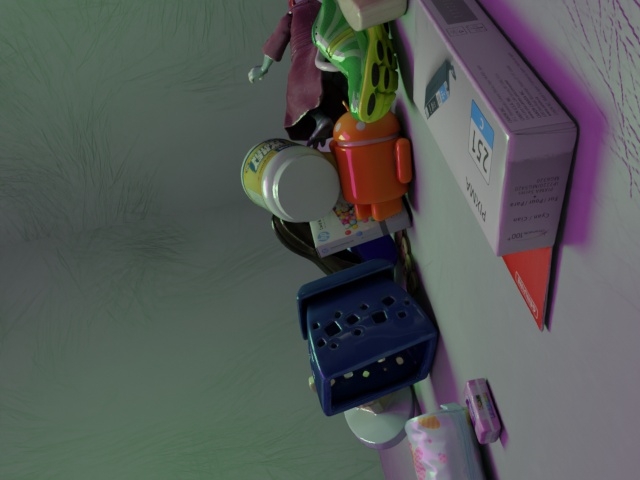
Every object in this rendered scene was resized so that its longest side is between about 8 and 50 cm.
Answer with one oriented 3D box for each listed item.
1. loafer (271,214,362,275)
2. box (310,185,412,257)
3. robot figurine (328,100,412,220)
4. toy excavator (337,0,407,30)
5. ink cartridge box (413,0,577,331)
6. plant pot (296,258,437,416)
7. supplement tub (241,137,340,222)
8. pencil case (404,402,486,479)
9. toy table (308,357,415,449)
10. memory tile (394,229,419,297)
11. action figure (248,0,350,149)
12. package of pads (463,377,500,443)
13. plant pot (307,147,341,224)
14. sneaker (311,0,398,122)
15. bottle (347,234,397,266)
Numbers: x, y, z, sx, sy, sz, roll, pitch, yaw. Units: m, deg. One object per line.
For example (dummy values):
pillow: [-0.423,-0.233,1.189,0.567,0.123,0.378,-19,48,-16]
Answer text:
loafer: [0.000,0.000,1.526,0.078,0.220,0.080,-48,10,39]
box: [0.070,-0.056,1.461,0.038,0.186,0.145,64,-171,-45]
robot figurine: [0.090,-0.148,1.352,0.158,0.128,0.219,-114,14,-73]
toy excavator: [0.001,-0.579,1.046,0.433,0.222,0.445,85,165,-69]
ink cartridge box: [0.169,-0.087,0.799,0.296,0.066,0.261,-104,6,-49]
plant pot: [0.076,0.183,1.473,0.236,0.236,0.212,86,162,-60]
supplement tub: [-0.058,-0.115,1.417,0.200,0.144,0.144,-150,47,-63]
pencil case: [0.215,0.400,1.166,0.124,0.114,0.273,107,153,-61]
toy table: [0.118,0.346,1.794,0.161,0.252,0.274,62,177,-30]
memory tile: [0.174,0.039,1.523,0.113,0.012,0.148,91,168,-72]
action figure: [-0.022,-0.377,1.489,0.275,0.248,0.370,87,169,-61]
package of pads: [0.232,0.245,1.069,0.050,0.032,0.083,86,172,-53]
plant pot: [0.048,-0.113,1.644,0.205,0.188,0.205,170,90,-87]
sneaker: [0.054,-0.326,1.257,0.109,0.124,0.295,21,-122,-56]
bottle: [0.093,0.076,1.666,0.283,0.092,0.118,108,141,-58]
